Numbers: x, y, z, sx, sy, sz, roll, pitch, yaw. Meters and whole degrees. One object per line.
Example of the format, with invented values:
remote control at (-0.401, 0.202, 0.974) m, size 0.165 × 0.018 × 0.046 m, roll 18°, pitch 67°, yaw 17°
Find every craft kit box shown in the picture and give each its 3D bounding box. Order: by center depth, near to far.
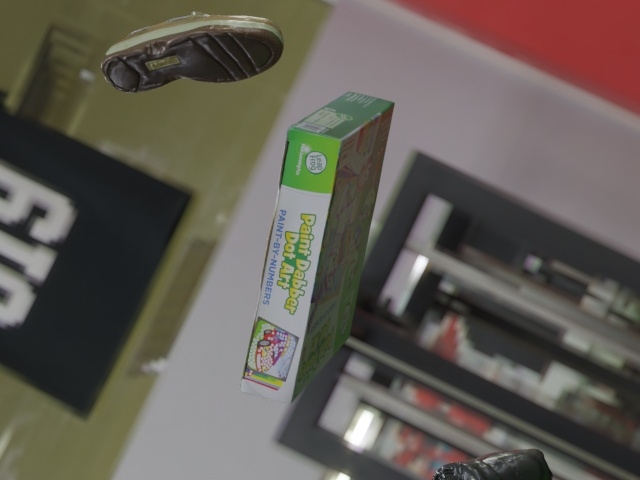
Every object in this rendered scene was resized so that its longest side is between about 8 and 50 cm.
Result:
craft kit box at (0.000, 0.000, 1.835) m, size 0.250 × 0.061 × 0.247 m, roll -42°, pitch -33°, yaw -72°

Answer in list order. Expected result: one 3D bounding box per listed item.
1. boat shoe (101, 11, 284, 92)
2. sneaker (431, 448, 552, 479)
boat shoe at (-0.118, -0.193, 1.887) m, size 0.072 × 0.190 × 0.068 m, roll -69°, pitch -33°, yaw -44°
sneaker at (0.165, 0.303, 2.175) m, size 0.130 × 0.109 × 0.286 m, roll -17°, pitch -13°, yaw -26°
